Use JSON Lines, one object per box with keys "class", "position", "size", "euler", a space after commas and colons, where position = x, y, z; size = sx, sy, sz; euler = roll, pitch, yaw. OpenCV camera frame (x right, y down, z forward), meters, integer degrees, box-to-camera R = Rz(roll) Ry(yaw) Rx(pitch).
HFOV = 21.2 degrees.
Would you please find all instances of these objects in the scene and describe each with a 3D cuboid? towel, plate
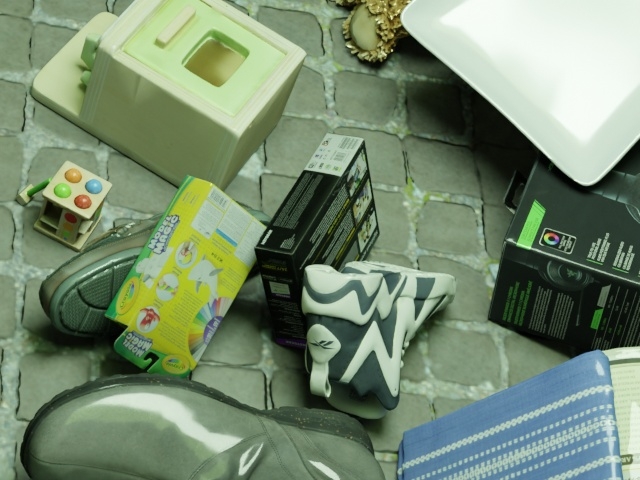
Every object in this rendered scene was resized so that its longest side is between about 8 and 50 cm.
{"class": "towel", "position": [0.173, 0.277, 1.508], "size": [0.040, 0.243, 0.336], "euler": [33, 42, -37]}
{"class": "plate", "position": [0.272, -0.231, 1.802], "size": [0.278, 0.045, 0.277], "euler": [-44, 77, -9]}

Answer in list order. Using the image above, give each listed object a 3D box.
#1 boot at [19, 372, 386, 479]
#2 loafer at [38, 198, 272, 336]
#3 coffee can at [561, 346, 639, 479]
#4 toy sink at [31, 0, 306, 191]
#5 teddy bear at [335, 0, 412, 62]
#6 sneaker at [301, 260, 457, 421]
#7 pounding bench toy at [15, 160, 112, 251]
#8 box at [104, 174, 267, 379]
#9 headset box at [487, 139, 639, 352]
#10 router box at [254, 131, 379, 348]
{"class": "boot", "position": [-0.079, 0.221, 1.459], "size": [0.338, 0.118, 0.223], "euler": [3, 25, -16]}
{"class": "loafer", "position": [-0.168, 0.020, 1.666], "size": [0.267, 0.096, 0.084], "euler": [-19, 43, -38]}
{"class": "coffee can", "position": [0.296, 0.265, 1.566], "size": [0.201, 0.201, 0.275], "euler": [11, 52, -13]}
{"class": "toy sink", "position": [-0.159, -0.178, 1.776], "size": [0.234, 0.131, 0.153], "euler": [32, 50, 6]}
{"class": "teddy bear", "position": [0.167, -0.320, 1.952], "size": [0.338, 0.113, 0.245], "euler": [-36, 49, 1]}
{"class": "sneaker", "position": [0.054, 0.102, 1.683], "size": [0.094, 0.153, 0.235], "euler": [10, 5, 24]}
{"class": "pounding bench toy", "position": [-0.257, -0.043, 1.682], "size": [0.083, 0.065, 0.052], "euler": [28, 50, 2]}
{"class": "box", "position": [-0.128, 0.041, 1.611], "size": [0.043, 0.105, 0.179], "euler": [18, 74, 43]}
{"class": "headset box", "position": [0.331, -0.005, 1.797], "size": [0.283, 0.131, 0.246], "euler": [18, 50, 11]}
{"class": "router box", "position": [0.000, 0.000, 1.698], "size": [0.046, 0.133, 0.179], "euler": [11, 46, 23]}
